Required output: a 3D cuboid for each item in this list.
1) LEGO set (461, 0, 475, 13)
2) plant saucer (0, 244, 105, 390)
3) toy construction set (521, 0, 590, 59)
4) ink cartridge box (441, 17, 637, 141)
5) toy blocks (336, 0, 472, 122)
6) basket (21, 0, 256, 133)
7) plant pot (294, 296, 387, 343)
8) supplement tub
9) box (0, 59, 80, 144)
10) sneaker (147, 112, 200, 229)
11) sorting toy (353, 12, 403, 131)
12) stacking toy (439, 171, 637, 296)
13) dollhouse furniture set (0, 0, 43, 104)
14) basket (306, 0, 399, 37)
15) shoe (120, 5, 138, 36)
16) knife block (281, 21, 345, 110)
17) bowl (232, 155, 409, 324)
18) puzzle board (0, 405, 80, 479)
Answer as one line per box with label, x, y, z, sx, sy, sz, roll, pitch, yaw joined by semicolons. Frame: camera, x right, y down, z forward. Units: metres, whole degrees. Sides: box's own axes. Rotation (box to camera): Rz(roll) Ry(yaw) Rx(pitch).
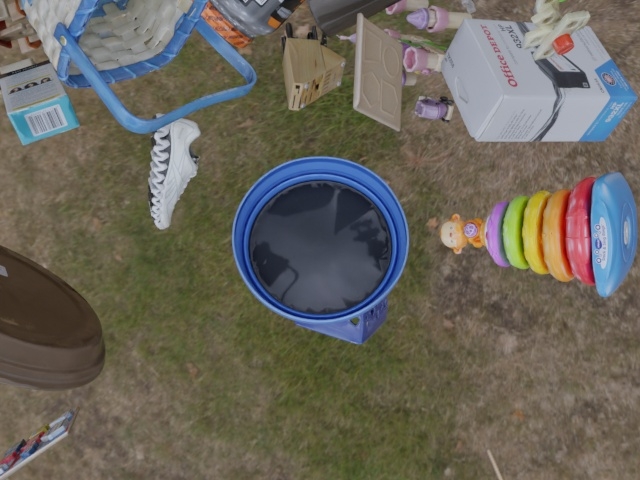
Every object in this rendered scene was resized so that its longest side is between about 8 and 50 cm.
LEGO set;0.375;-0.694;1.756;0.087;0.227;0.093;-12;72;32
plant saucer;-0.358;0.066;0.751;0.277;0.278;0.041;34;96;6
toy construction set;0.294;-0.433;1.013;0.328;0.151;0.215;58;142;7
ink cartridge box;0.428;-0.318;1.355;0.307;0.223;0.129;-3;147;-19
toy blocks;0.217;-0.513;1.882;0.260;0.288;0.309;-6;121;-25
basket;-0.256;-0.289;0.950;0.289;0.254;0.201;50;131;2
plant pot;0.078;0.158;2.088;0.235;0.236;0.212;15;108;22
supplement tub;-0.095;-0.534;1.297;0.316;0.193;0.193;-41;91;19
box;-0.502;-0.249;1.199;0.100;0.244;0.060;-23;125;-16
sneaker;-0.350;-0.156;1.619;0.118;0.110;0.292;0;121;-21
sorting toy;0.116;-0.340;1.399;0.038;0.208;0.193;-1;83;31
stacking toy;0.324;-0.013;1.072;0.301;0.165;0.175;1;101;35
dollhouse furniture set;-0.672;-0.430;1.420;0.135;0.262;0.259;-16;92;6
basket;0.093;-0.594;1.542;0.226;0.154;0.204;-10;118;27
shoe;-0.367;-0.432;1.340;0.219;0.076;0.058;-34;71;-8
knife block;-0.067;-0.492;1.855;0.242;0.275;0.088;35;140;19
bowl;0.000;0.000;1.518;0.391;0.077;0.391;0;70;-1
puzzle board;-0.317;0.225;0.753;0.096;0.128;0.011;-35;98;-13
